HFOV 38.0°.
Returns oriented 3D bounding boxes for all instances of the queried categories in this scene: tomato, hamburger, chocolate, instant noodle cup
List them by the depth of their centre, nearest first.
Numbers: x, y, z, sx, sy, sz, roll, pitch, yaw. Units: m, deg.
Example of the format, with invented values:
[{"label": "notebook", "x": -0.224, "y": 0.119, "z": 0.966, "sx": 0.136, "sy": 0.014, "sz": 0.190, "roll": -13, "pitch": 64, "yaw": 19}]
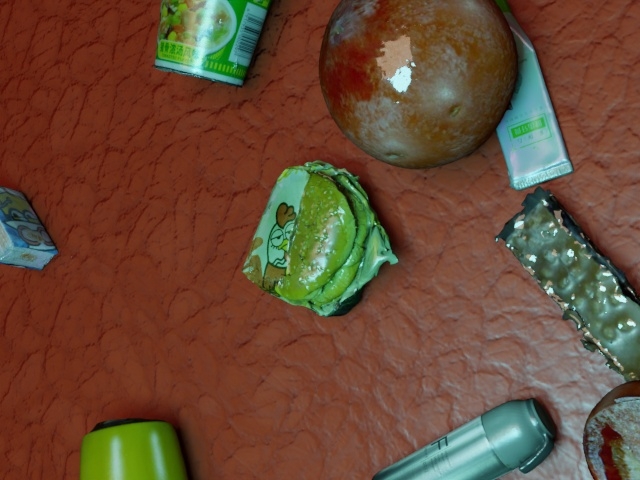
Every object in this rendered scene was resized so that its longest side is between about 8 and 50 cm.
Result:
[{"label": "tomato", "x": 0.416, "y": 0.236, "z": 1.059, "sx": 0.225, "sy": 0.085, "sz": 0.225, "roll": 17, "pitch": 128, "yaw": 23}, {"label": "chocolate", "x": 0.356, "y": 0.076, "z": 1.170, "sx": 0.102, "sy": 0.065, "sz": 0.329, "roll": -50, "pitch": 61, "yaw": 28}, {"label": "tomato", "x": 0.120, "y": -0.229, "z": 1.225, "sx": 0.264, "sy": 0.265, "sz": 0.265, "roll": -5, "pitch": 79, "yaw": 27}, {"label": "hamburger", "x": 0.003, "y": 0.001, "z": 1.326, "sx": 0.235, "sy": 0.125, "sz": 0.214, "roll": 33, "pitch": 107, "yaw": 42}, {"label": "instant noodle cup", "x": -0.162, "y": -0.366, "z": 1.453, "sx": 0.207, "sy": 0.207, "sz": 0.233, "roll": 16, "pitch": 98, "yaw": 29}]

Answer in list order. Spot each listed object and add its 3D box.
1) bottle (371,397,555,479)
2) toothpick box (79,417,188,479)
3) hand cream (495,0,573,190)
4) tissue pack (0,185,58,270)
[{"label": "bottle", "x": 0.184, "y": 0.293, "z": 1.207, "sx": 0.253, "sy": 0.079, "sz": 0.096, "roll": -34, "pitch": 44, "yaw": 18}, {"label": "toothpick box", "x": -0.273, "y": 0.402, "z": 1.383, "sx": 0.175, "sy": 0.175, "sz": 0.271, "roll": -18, "pitch": 71, "yaw": 24}, {"label": "hand cream", "x": 0.265, "y": -0.209, "z": 1.279, "sx": 0.079, "sy": 0.050, "sz": 0.275, "roll": -28, "pitch": 72, "yaw": 50}, {"label": "tissue pack", "x": -0.544, "y": -0.027, "z": 1.628, "sx": 0.065, "sy": 0.115, "sz": 0.155, "roll": -44, "pitch": 66, "yaw": 14}]
